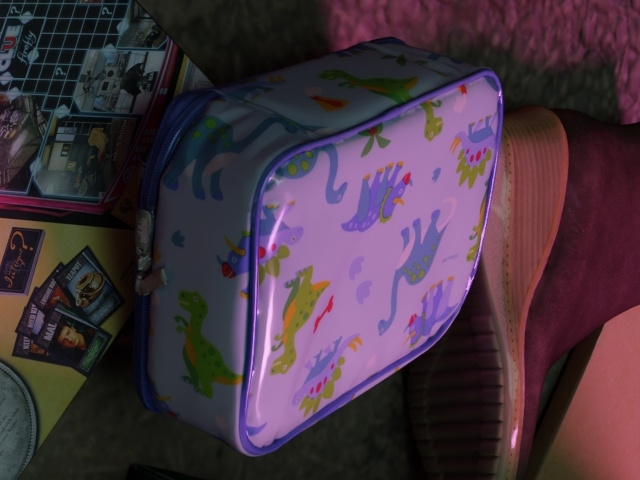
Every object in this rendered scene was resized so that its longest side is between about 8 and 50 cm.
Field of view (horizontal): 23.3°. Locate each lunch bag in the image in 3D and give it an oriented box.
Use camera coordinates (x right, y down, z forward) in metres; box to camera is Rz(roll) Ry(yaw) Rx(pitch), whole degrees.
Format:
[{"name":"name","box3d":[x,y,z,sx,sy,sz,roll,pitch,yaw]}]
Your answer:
[{"name":"lunch bag","box3d":[0.000,0.000,0.780,0.219,0.090,0.176,-27,130,-48]}]

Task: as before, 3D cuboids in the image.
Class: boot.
[{"name":"boot","box3d":[0.156,0.042,0.952,0.206,0.090,0.249,-3,95,-38]}]

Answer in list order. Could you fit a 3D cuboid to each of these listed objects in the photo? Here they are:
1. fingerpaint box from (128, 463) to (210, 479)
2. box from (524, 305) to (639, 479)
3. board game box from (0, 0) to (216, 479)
[{"name":"fingerpaint box","box3d":[0.074,0.352,0.845,0.444,0.163,0.371,18,86,-31]},{"name":"box","box3d":[0.201,0.153,1.053,0.164,0.021,0.201,37,74,-37]},{"name":"board game box","box3d":[-0.152,-0.010,0.718,0.165,0.042,0.243,47,67,-35]}]
